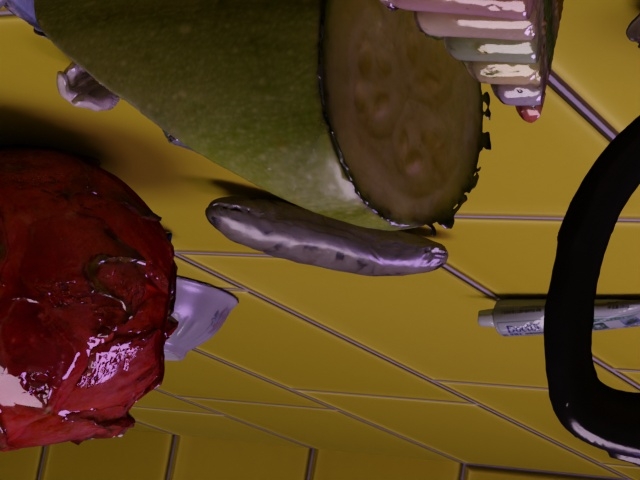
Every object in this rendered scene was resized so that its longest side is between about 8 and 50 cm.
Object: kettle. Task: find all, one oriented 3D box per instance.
[{"bbox_3d":[0.294,0.040,1.110,0.250,0.271,0.207,7,-177,-40],"label":"kettle"}]

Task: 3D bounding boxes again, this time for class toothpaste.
[{"bbox_3d":[0.263,0.079,1.915,0.218,0.041,0.064,-4,156,34],"label":"toothpaste"}]

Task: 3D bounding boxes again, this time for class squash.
[{"bbox_3d":[-0.049,-0.085,1.115,0.260,0.189,0.189,-6,160,35],"label":"squash"}]

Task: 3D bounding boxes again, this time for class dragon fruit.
[{"bbox_3d":[-0.277,0.052,1.632,0.301,0.296,0.295,9,167,-4],"label":"dragon fruit"}]

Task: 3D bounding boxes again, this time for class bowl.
[{"bbox_3d":[-0.199,0.098,2.219,0.189,0.086,0.189,8,167,2],"label":"bowl"}]

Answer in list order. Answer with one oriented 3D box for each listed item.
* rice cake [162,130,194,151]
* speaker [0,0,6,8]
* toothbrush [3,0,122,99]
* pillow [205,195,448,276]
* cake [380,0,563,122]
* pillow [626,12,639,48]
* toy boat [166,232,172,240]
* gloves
[{"bbox_3d":[-0.055,-0.068,1.524,0.033,0.033,0.207,-6,159,44],"label":"rice cake"},{"bbox_3d":[-0.236,-0.167,0.688,0.294,0.294,0.294,9,167,2],"label":"speaker"},{"bbox_3d":[-0.202,-0.166,1.211,0.042,0.035,0.413,7,167,22],"label":"toothbrush"},{"bbox_3d":[0.001,0.000,1.734,0.241,0.051,0.093,11,167,-14],"label":"pillow"},{"bbox_3d":[0.102,-0.145,0.918,0.090,0.109,0.225,2,164,29],"label":"cake"},{"bbox_3d":[0.295,-0.116,1.065,0.217,0.033,0.130,10,172,-5],"label":"pillow"},{"bbox_3d":[-0.236,0.051,1.859,0.080,0.046,0.229,-11,-163,41],"label":"toy boat"},{"bbox_3d":[-0.177,-0.116,1.392,0.037,0.044,0.081,-23,153,9],"label":"gloves"}]
